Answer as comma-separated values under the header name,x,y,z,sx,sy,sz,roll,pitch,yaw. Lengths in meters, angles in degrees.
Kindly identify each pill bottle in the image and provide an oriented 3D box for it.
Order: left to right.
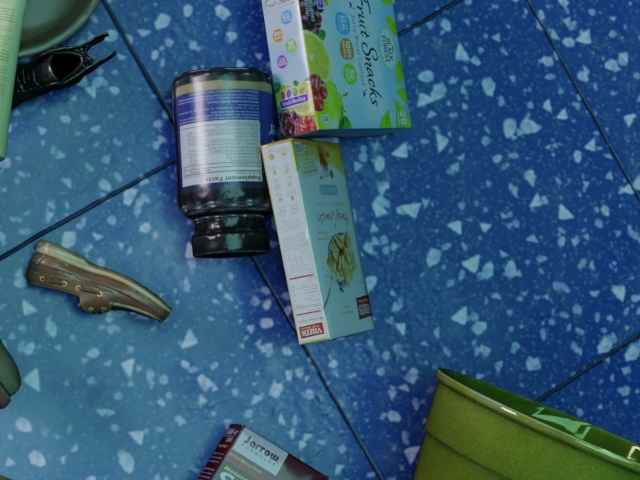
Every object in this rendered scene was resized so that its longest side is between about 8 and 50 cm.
name,x,y,z,sx,sy,sz,roll,pitch,yaw
pill bottle,-0.113,-0.091,1.873,0.123,0.123,0.219,-2,86,-16

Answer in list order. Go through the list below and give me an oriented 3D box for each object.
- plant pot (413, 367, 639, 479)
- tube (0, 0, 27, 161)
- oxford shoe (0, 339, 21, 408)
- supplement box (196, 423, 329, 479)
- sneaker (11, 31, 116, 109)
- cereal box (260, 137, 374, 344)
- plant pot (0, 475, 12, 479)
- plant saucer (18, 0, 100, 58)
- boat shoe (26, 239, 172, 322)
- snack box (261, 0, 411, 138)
name,x,y,z,sx,sy,sz,roll,pitch,yaw
plant pot,0.241,0.382,1.831,0.366,0.366,0.353,22,90,-12
tube,-0.383,-0.212,1.805,0.070,0.062,0.240,10,78,-42
oxford shoe,-0.414,0.022,1.780,0.130,0.123,0.348,-29,94,-22
supplement box,-0.108,0.352,1.856,0.130,0.073,0.239,33,76,-10
sneaker,-0.328,-0.197,1.840,0.170,0.089,0.051,-21,90,-17
cereal box,0.000,0.000,1.876,0.047,0.173,0.240,-13,88,20
plant pot,-0.380,0.334,1.769,0.134,0.095,0.134,1,84,-15
plant saucer,-0.389,-0.349,1.864,0.278,0.041,0.277,2,83,-15
boat shoe,-0.264,0.060,1.850,0.178,0.064,0.060,25,83,-6
snack box,0.019,-0.232,1.916,0.174,0.070,0.207,-4,86,-46
